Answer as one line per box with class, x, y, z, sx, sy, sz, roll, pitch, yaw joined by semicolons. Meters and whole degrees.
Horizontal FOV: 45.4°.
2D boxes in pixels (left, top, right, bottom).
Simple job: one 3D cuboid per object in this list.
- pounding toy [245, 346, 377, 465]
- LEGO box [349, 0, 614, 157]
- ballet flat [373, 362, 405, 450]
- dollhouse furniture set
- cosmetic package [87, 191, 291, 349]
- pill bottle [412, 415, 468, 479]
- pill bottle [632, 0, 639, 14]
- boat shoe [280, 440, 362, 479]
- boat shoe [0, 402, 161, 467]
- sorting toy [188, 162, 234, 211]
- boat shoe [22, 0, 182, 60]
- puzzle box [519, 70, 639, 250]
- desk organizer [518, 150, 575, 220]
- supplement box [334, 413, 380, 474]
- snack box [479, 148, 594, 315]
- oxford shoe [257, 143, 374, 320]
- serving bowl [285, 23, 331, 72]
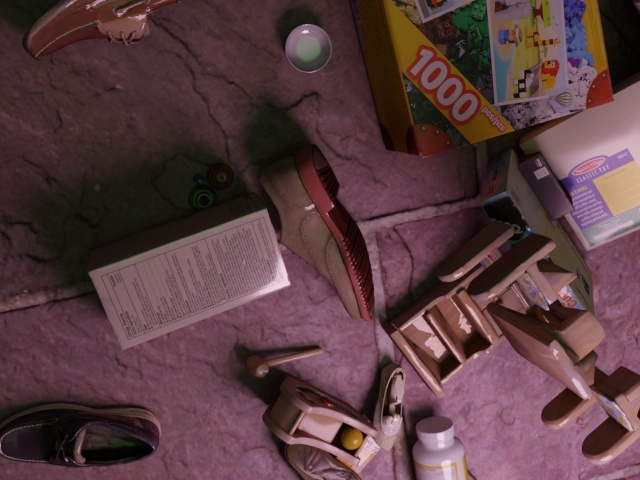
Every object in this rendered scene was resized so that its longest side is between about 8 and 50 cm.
pounding toy;-0.008;0.291;1.401;0.269;0.154;0.155;30;92;-17
LEGO box;0.252;-0.434;1.312;0.372;0.193;0.500;-18;103;-9
ballet flat;0.135;0.321;1.471;0.057;0.052;0.168;7;82;-25
dollhouse furniture set;0.306;0.182;1.331;0.256;0.394;0.362;-39;106;-4
cosmetic package;-0.224;0.048;1.318;0.309;0.113;0.160;-19;113;-8
pill bottle;0.238;0.448;1.514;0.103;0.103;0.184;-12;102;-11
pill bottle;0.767;-0.333;1.434;0.229;0.229;0.408;-41;106;-4
boat shoe;0.010;0.456;1.478;0.223;0.073;0.080;45;70;-13
boat shoe;-0.424;0.349;1.344;0.285;0.092;0.103;3;99;-14
sorting toy;-0.195;-0.094;1.346;0.061;0.042;0.102;34;91;-16
boat shoe;-0.322;-0.372;1.228;0.324;0.123;0.116;-33;108;-4
puzzle box;0.612;-0.175;1.406;0.409;0.052;0.272;-28;109;29
desk organizer;0.425;-0.108;1.440;0.047;0.050;0.130;-29;106;25
supplement box;0.079;0.400;1.502;0.062;0.036;0.098;41;88;-17
snack box;0.413;0.002;1.434;0.060;0.187;0.322;-28;108;29
oxford shoe;0.000;0.000;1.391;0.130;0.123;0.348;-18;106;17
serving bowl;-0.024;-0.338;1.350;0.083;0.027;0.083;-2;100;-13
